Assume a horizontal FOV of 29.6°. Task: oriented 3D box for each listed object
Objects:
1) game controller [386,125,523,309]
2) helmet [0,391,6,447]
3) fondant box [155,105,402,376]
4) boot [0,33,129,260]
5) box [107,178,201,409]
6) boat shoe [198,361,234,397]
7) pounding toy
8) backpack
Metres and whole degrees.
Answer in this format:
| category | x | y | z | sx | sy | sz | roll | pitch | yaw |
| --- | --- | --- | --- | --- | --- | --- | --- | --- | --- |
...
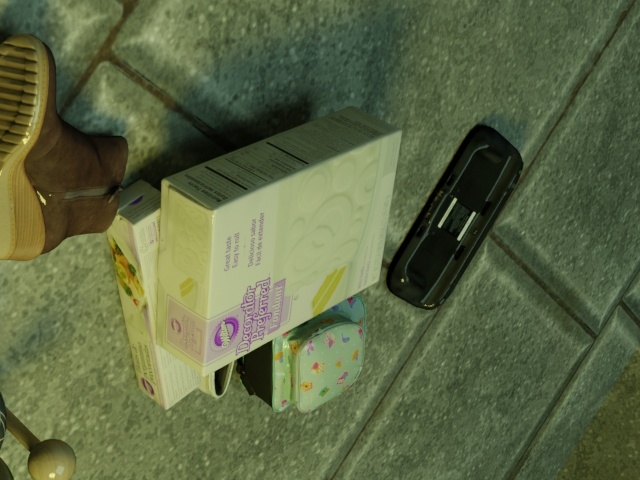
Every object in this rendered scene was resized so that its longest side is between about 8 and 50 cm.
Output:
| category | x | y | z | sx | sy | sz | roll | pitch | yaw |
| --- | --- | --- | --- | --- | --- | --- | --- | --- | --- |
| game controller | 0.224 | -0.034 | 2.014 | 0.166 | 0.067 | 0.319 | 30 | 91 | -43 |
| helmet | -0.408 | 0.183 | 1.236 | 0.161 | 0.169 | 0.169 | -39 | 144 | -9 |
| fondant box | -0.050 | -0.006 | 1.507 | 0.330 | 0.096 | 0.238 | -25 | 134 | -40 |
| boot | -0.277 | -0.102 | 1.275 | 0.207 | 0.090 | 0.248 | -22 | 133 | -60 |
| box | -0.206 | 0.073 | 1.505 | 0.067 | 0.063 | 0.324 | -36 | 141 | -30 |
| boat shoe | -0.133 | 0.130 | 1.648 | 0.066 | 0.063 | 0.184 | -4 | 120 | -52 |
| pounding toy | -0.381 | 0.307 | 1.345 | 0.237 | 0.183 | 0.110 | -51 | 143 | -19 |
| backpack | -0.014 | 0.144 | 1.752 | 0.188 | 0.144 | 0.166 | -33 | 134 | -39 |
